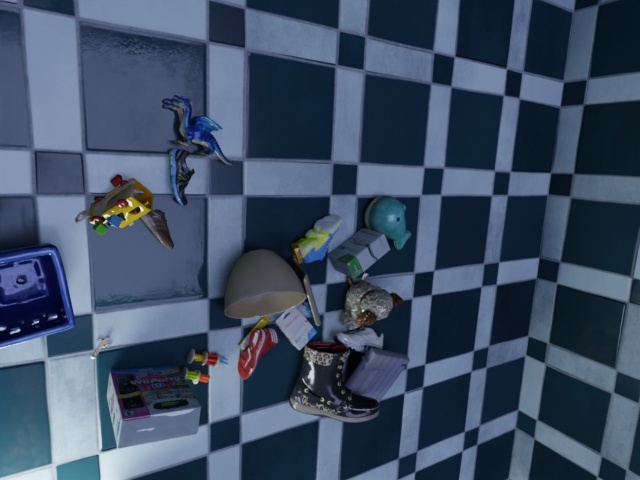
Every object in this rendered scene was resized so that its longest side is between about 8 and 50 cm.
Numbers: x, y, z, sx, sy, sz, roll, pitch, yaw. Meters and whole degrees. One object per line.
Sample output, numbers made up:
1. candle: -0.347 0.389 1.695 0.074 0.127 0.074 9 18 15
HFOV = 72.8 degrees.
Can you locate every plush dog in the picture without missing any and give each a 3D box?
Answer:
1. plush dog: 0.212 0.256 1.821 0.263 0.225 0.210 -32 115 -22

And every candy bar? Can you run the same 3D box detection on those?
1. candy bar: -0.256 0.353 1.678 0.161 0.018 0.040 -49 118 -13

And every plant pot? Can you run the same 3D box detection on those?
1. plant pot: -0.816 0.132 1.173 0.236 0.212 0.235 -13 106 -29
2. plant pot: -0.209 0.143 1.543 0.284 0.284 0.190 2 63 -32

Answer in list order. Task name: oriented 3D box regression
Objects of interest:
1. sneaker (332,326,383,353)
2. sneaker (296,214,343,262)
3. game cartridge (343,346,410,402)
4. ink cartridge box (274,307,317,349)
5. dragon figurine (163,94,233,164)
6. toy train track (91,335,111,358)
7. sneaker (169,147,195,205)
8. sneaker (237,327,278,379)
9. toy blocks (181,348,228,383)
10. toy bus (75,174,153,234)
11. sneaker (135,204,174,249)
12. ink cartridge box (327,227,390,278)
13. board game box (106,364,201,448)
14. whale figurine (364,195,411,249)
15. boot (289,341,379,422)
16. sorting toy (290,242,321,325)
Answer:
1. sneaker: 0.171 0.433 1.917 0.292 0.110 0.118 25 76 -38
2. sneaker: 0.000 0.000 1.736 0.240 0.091 0.126 -37 137 -22
3. game cartridge: 0.218 0.635 1.945 0.230 0.068 0.354 22 109 -29
4. ink cartridge box: -0.108 0.338 1.739 0.104 0.062 0.181 -44 119 -17
5. dragon figurine: -0.378 -0.356 1.414 0.289 0.085 0.143 24 87 -32
6. toy train track: -0.709 0.346 1.401 0.048 0.014 0.083 39 80 -31
7. sneaker: -0.447 -0.205 1.414 0.078 0.067 0.188 -4 100 -25
8. sneaker: -0.227 0.434 1.675 0.128 0.087 0.221 5 117 -49
9. toy blocks: -0.418 0.465 1.581 0.148 0.054 0.123 22 88 -33
10. toy bus: -0.597 -0.091 1.298 0.104 0.202 0.190 48 65 -45
11. sneaker: -0.520 -0.055 1.402 0.071 0.066 0.188 -41 119 -19
12. ink cartridge box: 0.159 0.048 1.789 0.208 0.153 0.086 -37 118 -19
13. board game box: -0.534 0.507 1.370 0.224 0.303 0.097 4 98 -33
14. whale figurine: 0.314 -0.068 1.866 0.216 0.141 0.272 -51 121 -13
15. boot: 0.077 0.580 1.794 0.378 0.138 0.283 10 99 -1
16. sorting toy: -0.075 0.148 1.630 0.041 0.229 0.306 -19 110 -10
